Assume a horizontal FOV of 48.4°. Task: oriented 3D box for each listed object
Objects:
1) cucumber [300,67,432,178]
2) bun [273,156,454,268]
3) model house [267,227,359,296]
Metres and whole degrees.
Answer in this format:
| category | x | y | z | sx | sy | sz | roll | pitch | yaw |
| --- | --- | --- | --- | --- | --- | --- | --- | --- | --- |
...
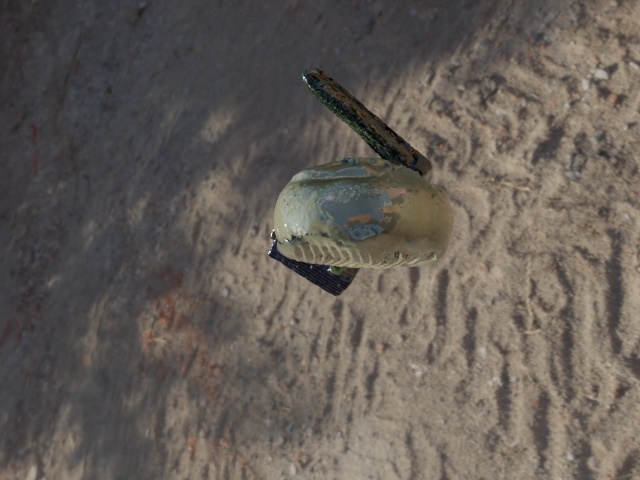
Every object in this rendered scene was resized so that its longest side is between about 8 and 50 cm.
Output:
| category | x | y | z | sx | sy | sz | roll | pitch | yaw |
| --- | --- | --- | --- | --- | --- | --- | --- | --- | --- |
| cucumber | 0.069 | -0.183 | 1.117 | 0.043 | 0.257 | 0.044 | -55 | 9 | -25 |
| bun | 0.061 | -0.037 | 0.936 | 0.239 | 0.239 | 0.141 | -8 | 78 | 52 |
| model house | 0.000 | 0.000 | 1.486 | 0.170 | 0.194 | 0.211 | -56 | 1 | 10 |
